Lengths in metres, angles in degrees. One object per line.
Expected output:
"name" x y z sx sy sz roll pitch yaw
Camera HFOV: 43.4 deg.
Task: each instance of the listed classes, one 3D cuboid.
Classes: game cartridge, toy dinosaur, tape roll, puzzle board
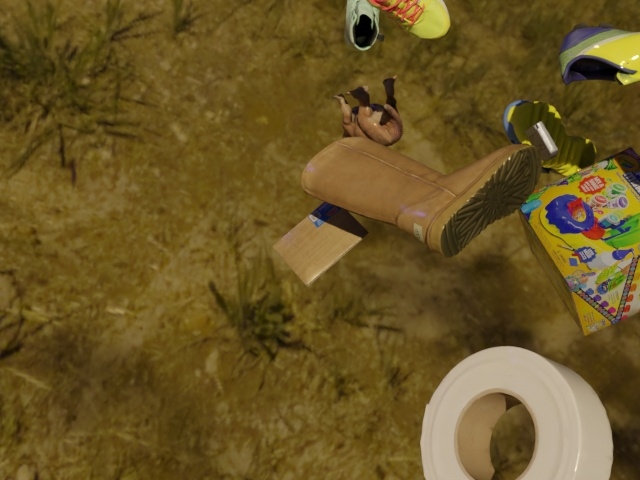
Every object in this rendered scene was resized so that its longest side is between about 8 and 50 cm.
"game cartridge" 0.326 -0.145 1.185 0.056 0.017 0.083 64 4 1
"toy dinosaur" 0.120 -0.246 1.794 0.127 0.295 0.201 -23 101 -24
"tape roll" 0.291 0.309 1.230 0.100 0.286 0.286 24 32 -39
"puzzle board" 0.000 0.000 1.268 0.096 0.128 0.011 47 -5 32

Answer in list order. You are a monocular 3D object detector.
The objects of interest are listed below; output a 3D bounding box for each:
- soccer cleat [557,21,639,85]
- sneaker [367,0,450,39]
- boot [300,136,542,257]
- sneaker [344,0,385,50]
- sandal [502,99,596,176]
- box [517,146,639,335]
"soccer cleat" 0.526 -0.289 1.284 0.289 0.093 0.121 4 60 26
"sneaker" 0.123 -0.395 1.322 0.208 0.081 0.094 34 29 -9
"boot" 0.140 -0.100 1.146 0.236 0.089 0.269 -33 41 -27
"sneaker" 0.111 -0.557 1.833 0.094 0.256 0.151 3 19 -7
"sandal" 0.476 -0.214 1.765 0.138 0.126 0.317 20 -5 44
"box" 0.611 -0.002 1.708 0.290 0.279 0.177 -108 171 -50
